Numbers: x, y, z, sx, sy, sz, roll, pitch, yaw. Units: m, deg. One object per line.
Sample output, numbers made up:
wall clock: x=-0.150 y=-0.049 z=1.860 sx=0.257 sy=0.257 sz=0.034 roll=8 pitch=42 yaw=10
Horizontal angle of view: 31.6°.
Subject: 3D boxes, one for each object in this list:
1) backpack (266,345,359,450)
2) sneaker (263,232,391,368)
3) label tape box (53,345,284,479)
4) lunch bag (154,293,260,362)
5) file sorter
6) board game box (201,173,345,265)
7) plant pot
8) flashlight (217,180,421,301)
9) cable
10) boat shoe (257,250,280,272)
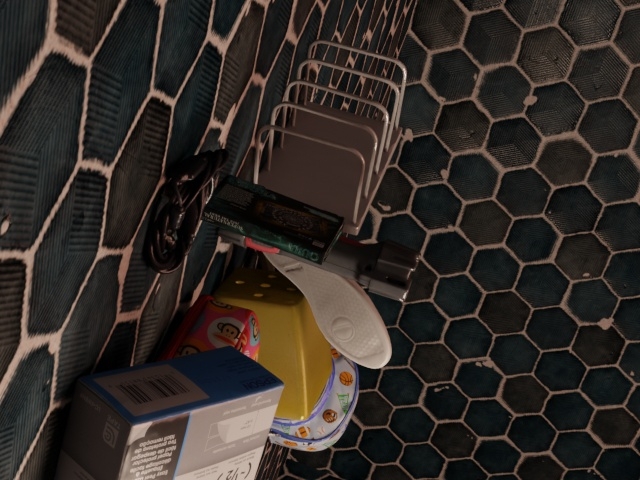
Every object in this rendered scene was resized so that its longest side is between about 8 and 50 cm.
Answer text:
backpack: x=-0.053 y=0.291 z=2.277 sx=0.213 sy=0.263 sz=0.277 roll=101 pitch=10 yaw=-75
sneaker: x=0.036 y=0.073 z=1.849 sx=0.104 sy=0.296 sz=0.147 roll=-46 pitch=166 yaw=25
label tape box: x=-0.203 y=0.317 z=1.372 sx=0.249 sy=0.115 sz=0.348 roll=-7 pitch=119 yaw=-50
lunch bag: x=-0.191 y=0.254 z=1.676 sx=0.258 sy=0.120 sz=0.293 roll=-63 pitch=170 yaw=-47
file sorter: x=0.019 y=-0.183 z=1.878 sx=0.173 sy=0.192 sz=0.278 roll=98 pitch=12 yaw=-45
board game box: x=-0.066 y=-0.031 z=1.601 sx=0.126 sy=0.186 sz=0.026 roll=-57 pitch=167 yaw=-63
plant pot: x=-0.096 y=0.160 z=1.909 sx=0.212 sy=0.212 sz=0.187 roll=-54 pitch=149 yaw=-68
flashlight: x=0.000 y=0.000 z=1.723 sx=0.103 sy=0.304 sz=0.103 roll=74 pitch=34 yaw=-81
cable: x=-0.160 y=-0.039 z=1.407 sx=0.184 sy=0.047 sz=0.151 roll=-60 pitch=168 yaw=-62
boat shoe: x=-0.028 y=0.111 z=2.068 sx=0.111 sy=0.104 sz=0.307 roll=-71 pitch=146 yaw=-66
